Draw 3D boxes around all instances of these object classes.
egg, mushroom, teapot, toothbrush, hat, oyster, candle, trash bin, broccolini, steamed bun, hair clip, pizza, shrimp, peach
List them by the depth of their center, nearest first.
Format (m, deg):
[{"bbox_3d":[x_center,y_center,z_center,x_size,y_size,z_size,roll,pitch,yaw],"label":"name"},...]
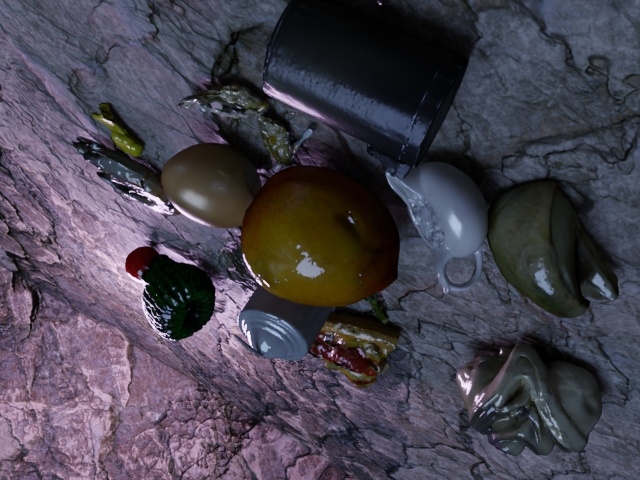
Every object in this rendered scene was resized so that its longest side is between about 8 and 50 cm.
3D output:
[{"bbox_3d":[0.071,-0.276,1.369,0.302,0.203,0.252,27,112,8],"label":"trash bin"},{"bbox_3d":[0.428,0.051,1.591,0.218,0.211,0.292,-15,135,44],"label":"mushroom"},{"bbox_3d":[0.245,-0.045,1.594,0.298,0.139,0.204,61,160,3],"label":"teapot"},{"bbox_3d":[-0.220,-0.306,1.742,0.133,0.071,0.209,13,179,-35],"label":"oyster"},{"bbox_3d":[-0.099,-0.222,1.780,0.122,0.045,0.146,36,153,-4],"label":"oyster"},{"bbox_3d":[0.001,0.000,1.785,0.373,0.290,0.372,11,111,33],"label":"peach"},{"bbox_3d":[-0.067,-0.200,1.811,0.022,0.026,0.263,41,151,-7],"label":"toothbrush"},{"bbox_3d":[-0.258,-0.133,1.899,0.245,0.200,0.201,10,162,-28],"label":"egg"},{"bbox_3d":[0.520,0.429,2.051,0.352,0.247,0.339,35,150,0],"label":"steamed bun"},{"bbox_3d":[-0.523,-0.280,2.090,0.072,0.046,0.173,12,149,37],"label":"hair clip"},{"bbox_3d":[-0.090,0.190,2.147,0.222,0.342,0.221,21,145,15],"label":"candle"},{"bbox_3d":[0.156,0.166,2.192,0.067,0.058,0.216,53,180,41],"label":"broccolini"},{"bbox_3d":[-0.548,-0.174,2.266,0.360,0.085,0.247,34,158,-15],"label":"shrimp"},{"bbox_3d":[0.091,0.360,2.469,0.440,0.130,0.406,8,142,36],"label":"pizza"},{"bbox_3d":[-0.502,0.142,2.624,0.332,0.242,0.274,44,134,24],"label":"hat"}]
